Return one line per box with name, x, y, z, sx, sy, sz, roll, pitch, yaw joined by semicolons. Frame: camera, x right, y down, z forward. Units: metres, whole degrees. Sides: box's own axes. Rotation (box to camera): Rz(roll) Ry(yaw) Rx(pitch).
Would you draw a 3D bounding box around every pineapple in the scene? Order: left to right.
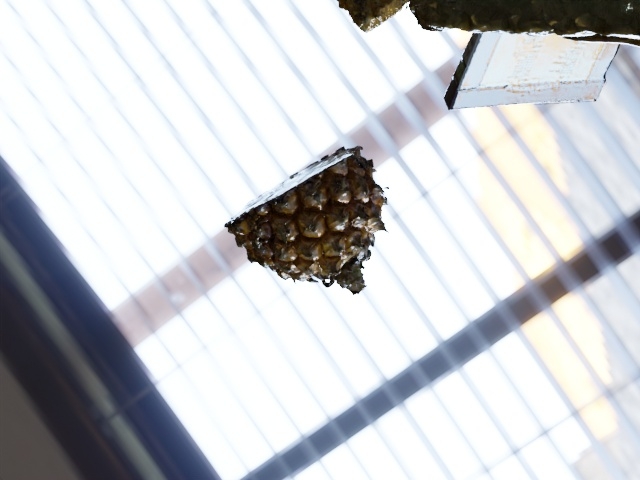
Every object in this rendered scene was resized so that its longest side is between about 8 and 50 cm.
pineapple;0.003;-0.002;1.746;0.161;0.176;0.137;-34;-84;-26

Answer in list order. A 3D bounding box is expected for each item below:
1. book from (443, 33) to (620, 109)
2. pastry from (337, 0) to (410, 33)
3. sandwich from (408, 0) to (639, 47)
book;0.213;-0.204;1.539;0.157;0.231;0.026;-4;-126;-19
pastry;0.029;-0.264;1.592;0.080;0.056;0.140;-35;-92;-29
sandwich;0.198;-0.306;1.264;0.131;0.262;0.325;-16;-69;-48
